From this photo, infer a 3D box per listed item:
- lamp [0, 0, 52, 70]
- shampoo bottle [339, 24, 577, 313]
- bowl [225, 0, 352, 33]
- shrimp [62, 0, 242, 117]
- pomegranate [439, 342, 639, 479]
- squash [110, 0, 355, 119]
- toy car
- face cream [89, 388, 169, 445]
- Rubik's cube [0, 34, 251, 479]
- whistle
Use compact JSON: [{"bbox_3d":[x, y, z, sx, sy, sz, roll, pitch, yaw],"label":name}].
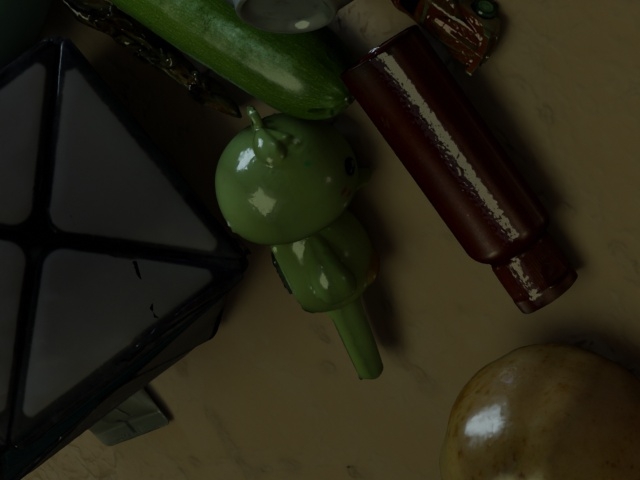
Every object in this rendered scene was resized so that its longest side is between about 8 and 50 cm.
[{"bbox_3d":[-0.351,-0.226,1.784,0.147,0.209,0.284,43,156,8],"label":"lamp"},{"bbox_3d":[0.123,-0.057,1.551,0.260,0.064,0.102,54,151,-9],"label":"shampoo bottle"},{"bbox_3d":[-0.028,-0.224,1.486,0.189,0.189,0.086,-23,59,48],"label":"bowl"},{"bbox_3d":[-0.148,-0.167,1.673,0.195,0.035,0.148,34,-174,-21],"label":"shrimp"},{"bbox_3d":[0.203,0.190,1.566,0.207,0.207,0.207,23,131,30],"label":"pomegranate"},{"bbox_3d":[-0.120,-0.224,1.647,0.379,0.101,0.101,34,136,15],"label":"squash"},{"bbox_3d":[0.098,-0.195,1.513,0.122,0.035,0.059,39,141,12],"label":"toy car"},{"bbox_3d":[-0.308,0.109,2.065,0.143,0.089,0.314,-25,107,47],"label":"face cream"},{"bbox_3d":[-0.287,0.037,1.766,0.310,0.305,0.307,50,162,3],"label":"Rubik's cube"},{"bbox_3d":[0.008,-0.007,1.684,0.141,0.141,0.294,-8,131,45],"label":"whistle"}]
